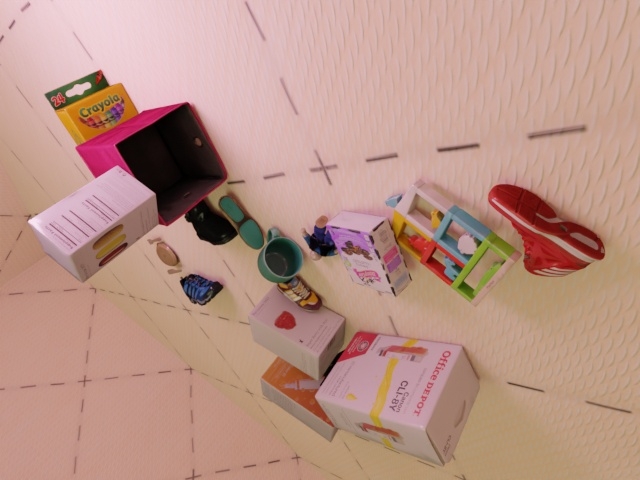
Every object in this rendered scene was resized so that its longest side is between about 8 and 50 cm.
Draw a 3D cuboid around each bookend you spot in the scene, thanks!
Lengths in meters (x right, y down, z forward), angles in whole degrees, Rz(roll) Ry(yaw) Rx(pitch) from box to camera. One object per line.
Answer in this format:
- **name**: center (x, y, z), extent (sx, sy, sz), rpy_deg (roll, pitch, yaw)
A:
- **bookend**: center (0.049, 0.505, 1.561), extent (0.072, 0.156, 0.157), rpy_deg (41, 145, 1)

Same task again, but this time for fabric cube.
- **fabric cube**: center (-0.483, -0.223, 1.218), extent (0.258, 0.259, 0.254), rpy_deg (8, 133, 41)

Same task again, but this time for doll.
- **doll**: center (0.000, 0.000, 1.174), extent (0.128, 0.046, 0.189), rpy_deg (27, 149, 5)

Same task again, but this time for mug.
- **mug**: center (-0.127, 0.055, 1.299), extent (0.129, 0.158, 0.097), rpy_deg (23, 151, -16)

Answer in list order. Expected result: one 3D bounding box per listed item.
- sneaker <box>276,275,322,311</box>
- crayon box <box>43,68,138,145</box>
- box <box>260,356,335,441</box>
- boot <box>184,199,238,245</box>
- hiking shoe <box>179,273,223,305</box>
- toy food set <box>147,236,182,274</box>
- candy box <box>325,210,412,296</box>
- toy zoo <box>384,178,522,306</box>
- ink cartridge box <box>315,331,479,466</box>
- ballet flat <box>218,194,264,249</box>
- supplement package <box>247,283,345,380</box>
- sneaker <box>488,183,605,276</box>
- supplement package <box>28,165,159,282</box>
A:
- **sneaker**: center (-0.075, 0.169, 1.402), extent (0.185, 0.070, 0.084), rpy_deg (27, 147, 18)
- **crayon box**: center (-0.661, -0.345, 1.303), extent (0.081, 0.202, 0.319), rpy_deg (7, 133, 38)
- **box**: center (-0.042, 0.602, 1.695), extent (0.345, 0.215, 0.168), rpy_deg (27, 142, 19)
- **boot**: center (-0.399, -0.092, 1.411), extent (0.246, 0.094, 0.207), rpy_deg (7, 136, 47)
- **hiking shoe**: center (-0.540, 0.209, 1.842), extent (0.303, 0.113, 0.132), rpy_deg (-16, 116, 50)
- **toy food set**: center (-0.703, 0.063, 1.917), extent (0.132, 0.038, 0.192), rpy_deg (-9, 115, 39)
- **candy box**: center (0.121, 0.031, 1.046), extent (0.164, 0.070, 0.196), rpy_deg (13, 136, 52)
- **toy zoo**: center (0.257, -0.004, 0.900), extent (0.293, 0.030, 0.192), rpy_deg (41, 150, 21)
- **ink cartridge box**: center (0.221, 0.435, 1.223), extent (0.384, 0.279, 0.161), rpy_deg (-4, 124, 44)
- **ballet flat**: center (-0.253, -0.060, 1.349), extent (0.206, 0.073, 0.067), rpy_deg (57, 169, -16)
- **supplement package**: center (-0.082, 0.314, 1.466), extent (0.292, 0.177, 0.176), rpy_deg (24, 141, 22)
- **sneaker**: center (0.386, -0.002, 0.778), extent (0.221, 0.087, 0.128), rpy_deg (37, 143, 9)
- **supplement package**: center (-0.540, -0.042, 1.025), extent (0.133, 0.244, 0.139), rpy_deg (35, 145, 8)
